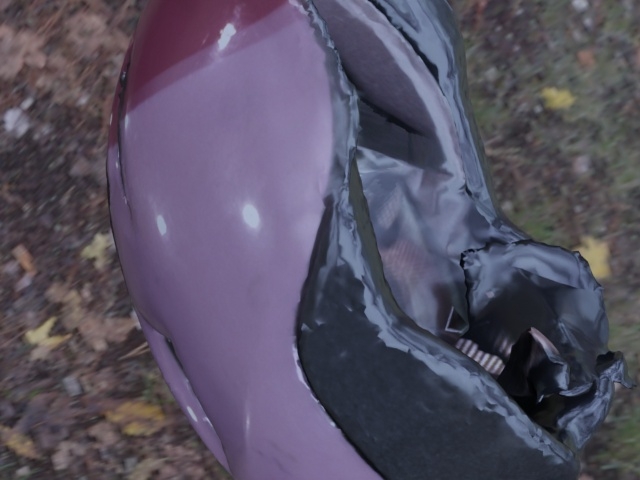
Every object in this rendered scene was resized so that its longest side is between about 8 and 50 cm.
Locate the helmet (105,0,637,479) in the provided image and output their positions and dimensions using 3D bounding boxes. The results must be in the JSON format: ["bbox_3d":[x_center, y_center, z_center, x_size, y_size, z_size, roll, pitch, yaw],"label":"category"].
[{"bbox_3d":[0.000,0.000,0.612,0.253,0.154,0.198,52,20,0],"label":"helmet"}]
